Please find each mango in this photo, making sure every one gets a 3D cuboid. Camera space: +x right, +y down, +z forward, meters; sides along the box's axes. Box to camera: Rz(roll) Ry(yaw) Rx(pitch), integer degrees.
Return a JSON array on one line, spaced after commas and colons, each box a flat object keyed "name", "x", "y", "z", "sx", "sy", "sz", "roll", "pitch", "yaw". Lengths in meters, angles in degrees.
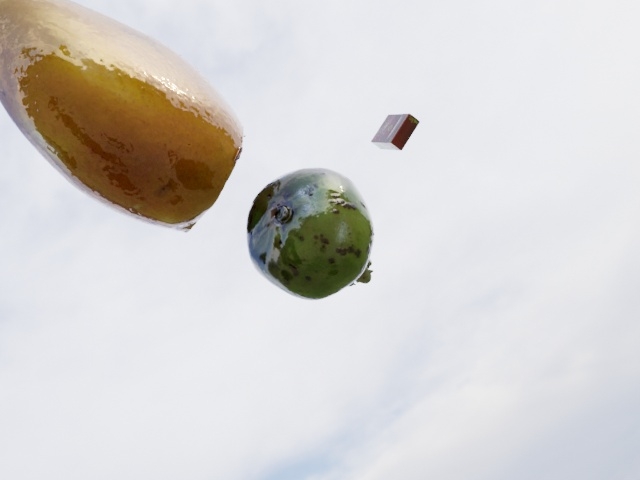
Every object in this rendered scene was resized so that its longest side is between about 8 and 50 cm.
[{"name": "mango", "x": -0.199, "y": -0.129, "z": 0.681, "sx": 0.257, "sy": 0.187, "sz": 0.138, "roll": 30, "pitch": -39, "yaw": -30}]

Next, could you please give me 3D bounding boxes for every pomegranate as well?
[{"name": "pomegranate", "x": 0.000, "y": 0.000, "z": 0.638, "sx": 0.114, "sy": 0.114, "sz": 0.142, "roll": -42, "pitch": -36, "yaw": 6}]

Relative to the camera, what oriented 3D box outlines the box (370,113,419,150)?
[{"name": "box", "x": 0.110, "y": -0.160, "z": 1.083, "sx": 0.023, "sy": 0.082, "sz": 0.052, "roll": 32, "pitch": -92, "yaw": -19}]
